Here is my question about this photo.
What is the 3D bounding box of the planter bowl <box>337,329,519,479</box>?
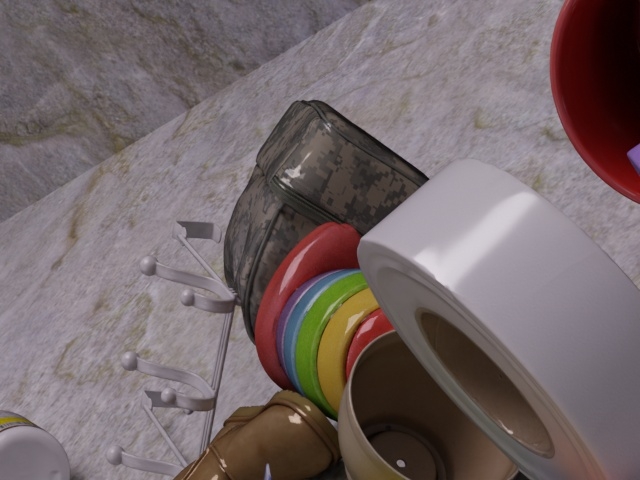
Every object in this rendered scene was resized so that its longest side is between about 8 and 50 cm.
[{"bbox_3d":[0.083,0.169,1.554,0.162,0.162,0.109,-52,-6,-41],"label":"planter bowl"}]

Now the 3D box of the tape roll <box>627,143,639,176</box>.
[{"bbox_3d":[0.310,0.031,1.181,0.090,0.275,0.275,-36,16,8],"label":"tape roll"}]

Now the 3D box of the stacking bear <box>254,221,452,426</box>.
[{"bbox_3d":[0.065,0.106,1.747,0.164,0.175,0.289,-40,23,-15],"label":"stacking bear"}]

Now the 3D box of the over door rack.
[{"bbox_3d":[-0.169,0.127,2.049,0.324,0.108,0.239,-117,38,-74],"label":"over door rack"}]

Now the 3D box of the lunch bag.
[{"bbox_3d":[0.000,0.000,2.073,0.256,0.212,0.305,-54,12,5],"label":"lunch bag"}]

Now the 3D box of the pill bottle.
[{"bbox_3d":[-0.392,0.277,2.309,0.117,0.117,0.215,-42,16,-14],"label":"pill bottle"}]

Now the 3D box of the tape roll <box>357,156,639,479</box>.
[{"bbox_3d":[0.156,0.076,1.380,0.100,0.286,0.286,-42,16,-12],"label":"tape roll"}]

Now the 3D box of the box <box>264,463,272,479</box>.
[{"bbox_3d":[-0.038,0.281,1.472,0.109,0.042,0.178,-114,35,-74],"label":"box"}]

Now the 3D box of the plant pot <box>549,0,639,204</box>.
[{"bbox_3d":[0.368,-0.181,1.725,0.275,0.275,0.243,-30,7,24],"label":"plant pot"}]

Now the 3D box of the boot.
[{"bbox_3d":[-0.114,0.273,1.788,0.269,0.089,0.236,-45,7,-24],"label":"boot"}]
